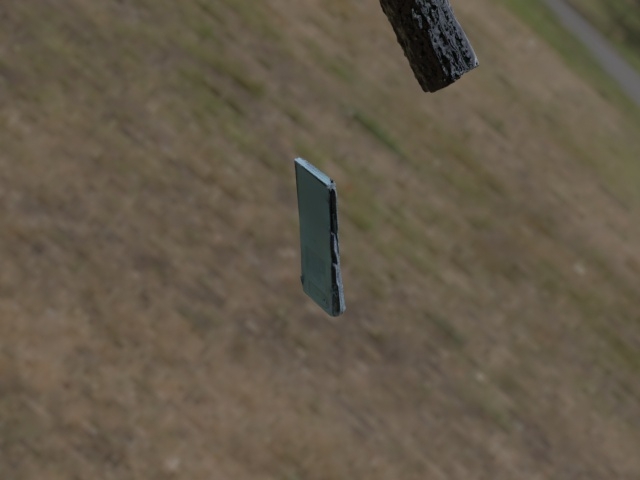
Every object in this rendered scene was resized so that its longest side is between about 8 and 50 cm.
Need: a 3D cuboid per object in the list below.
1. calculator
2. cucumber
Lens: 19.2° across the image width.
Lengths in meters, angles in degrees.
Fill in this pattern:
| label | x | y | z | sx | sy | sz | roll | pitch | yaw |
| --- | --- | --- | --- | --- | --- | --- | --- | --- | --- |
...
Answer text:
| label | x | y | z | sx | sy | sz | roll | pitch | yaw |
| --- | --- | --- | --- | --- | --- | --- | --- | --- | --- |
| calculator | 0.000 | 0.000 | 1.757 | 0.057 | 0.018 | 0.172 | 36 | -33 | 35 |
| cucumber | 0.081 | -0.288 | 1.955 | 0.072 | 0.072 | 0.300 | -110 | 175 | -67 |
